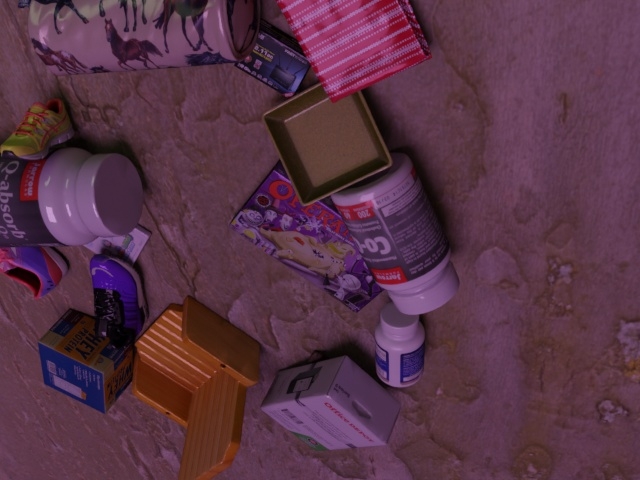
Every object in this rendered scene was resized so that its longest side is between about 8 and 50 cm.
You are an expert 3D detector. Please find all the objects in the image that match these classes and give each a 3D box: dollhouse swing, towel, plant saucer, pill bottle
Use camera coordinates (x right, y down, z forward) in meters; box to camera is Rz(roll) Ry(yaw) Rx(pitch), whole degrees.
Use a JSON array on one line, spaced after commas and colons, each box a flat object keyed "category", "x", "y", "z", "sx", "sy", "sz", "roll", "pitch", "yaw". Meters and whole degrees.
[{"category": "dollhouse swing", "x": -0.353, "y": 0.398, "z": 1.807, "sx": 0.315, "sy": 0.304, "sz": 0.347, "roll": 36, "pitch": 133, "yaw": -13}, {"category": "towel", "x": 0.035, "y": -0.374, "z": 1.148, "sx": 0.199, "sy": 0.031, "sz": 0.274, "roll": -19, "pitch": 114, "yaw": 28}, {"category": "plant saucer", "x": 0.015, "y": -0.183, "z": 1.287, "sx": 0.188, "sy": 0.045, "sz": 0.188, "roll": -24, "pitch": 91, "yaw": 20}, {"category": "pill bottle", "x": 0.177, "y": 0.228, "z": 1.598, "sx": 0.112, "sy": 0.112, "sz": 0.186, "roll": 7, "pitch": 132, "yaw": 14}, {"category": "pill bottle", "x": -0.577, "y": -0.091, "z": 1.523, "sx": 0.363, "sy": 0.210, "sz": 0.210, "roll": -2, "pitch": 129, "yaw": 21}, {"category": "pill bottle", "x": 0.147, "y": -0.008, "z": 1.349, "sx": 0.161, "sy": 0.161, "sz": 0.283, "roll": -15, "pitch": 117, "yaw": 30}]

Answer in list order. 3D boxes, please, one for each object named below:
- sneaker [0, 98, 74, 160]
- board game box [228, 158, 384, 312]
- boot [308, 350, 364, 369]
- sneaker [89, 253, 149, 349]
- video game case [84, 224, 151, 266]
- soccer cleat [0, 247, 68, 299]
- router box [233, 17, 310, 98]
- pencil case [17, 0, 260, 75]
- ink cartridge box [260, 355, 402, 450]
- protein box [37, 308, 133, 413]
[{"category": "sneaker", "x": -0.566, "y": -0.222, "z": 1.415, "sx": 0.082, "sy": 0.208, "sz": 0.094, "roll": 8, "pitch": 120, "yaw": 7}, {"category": "board game box", "x": 0.000, "y": 0.000, "z": 1.509, "sx": 0.347, "sy": 0.056, "sz": 0.208, "roll": 34, "pitch": 128, "yaw": -11}, {"category": "boot", "x": 0.036, "y": 0.308, "z": 1.772, "sx": 0.114, "sy": 0.037, "sz": 0.106, "roll": 44, "pitch": 129, "yaw": -16}, {"category": "sneaker", "x": -0.503, "y": 0.164, "z": 1.747, "sx": 0.102, "sy": 0.146, "sz": 0.293, "roll": 9, "pitch": 139, "yaw": 15}, {"category": "video game case", "x": -0.490, "y": -0.007, "z": 1.695, "sx": 0.143, "sy": 0.019, "sz": 0.157, "roll": 32, "pitch": 133, "yaw": -9}, {"category": "soccer cleat", "x": -0.772, "y": 0.012, "z": 1.746, "sx": 0.318, "sy": 0.116, "sz": 0.109, "roll": 42, "pitch": 130, "yaw": -18}, {"category": "router box", "x": -0.079, "y": -0.319, "z": 1.261, "sx": 0.123, "sy": 0.038, "sz": 0.092, "roll": 29, "pitch": 132, "yaw": -6}, {"category": "pencil case", "x": -0.291, "y": -0.376, "z": 1.192, "sx": 0.411, "sy": 0.160, "sz": 0.183, "roll": 2, "pitch": 104, "yaw": 21}, {"category": "ink cartridge box", "x": 0.025, "y": 0.408, "z": 1.764, "sx": 0.211, "sy": 0.121, "sz": 0.289, "roll": 43, "pitch": 143, "yaw": -19}, {"category": "protein box", "x": -0.632, "y": 0.329, "z": 1.944, "sx": 0.201, "sy": 0.136, "sz": 0.199, "roll": 23, "pitch": 134, "yaw": 10}]
